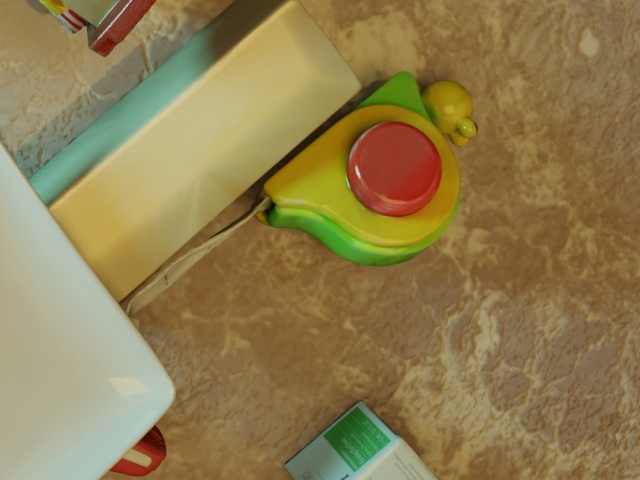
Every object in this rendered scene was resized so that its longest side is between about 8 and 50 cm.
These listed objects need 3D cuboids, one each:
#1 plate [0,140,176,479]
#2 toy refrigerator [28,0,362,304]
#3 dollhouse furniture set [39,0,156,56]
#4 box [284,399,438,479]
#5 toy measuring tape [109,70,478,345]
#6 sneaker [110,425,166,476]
[{"bbox_3d":[-0.257,0.087,0.945,0.277,0.045,0.278,-46,117,-27],"label":"plate"},{"bbox_3d":[-0.106,-0.057,1.083,0.269,0.102,0.094,-41,112,-5],"label":"toy refrigerator"},{"bbox_3d":[-0.267,-0.150,1.006,0.201,0.152,0.374,38,107,-23],"label":"dollhouse furniture set"},{"bbox_3d":[0.043,0.199,1.195,0.087,0.101,0.102,-41,110,-4],"label":"box"},{"bbox_3d":[0.000,0.000,1.104,0.330,0.121,0.121,-41,112,-18],"label":"toy measuring tape"},{"bbox_3d":[-0.233,0.149,1.115,0.221,0.087,0.128,26,103,-10],"label":"sneaker"}]
